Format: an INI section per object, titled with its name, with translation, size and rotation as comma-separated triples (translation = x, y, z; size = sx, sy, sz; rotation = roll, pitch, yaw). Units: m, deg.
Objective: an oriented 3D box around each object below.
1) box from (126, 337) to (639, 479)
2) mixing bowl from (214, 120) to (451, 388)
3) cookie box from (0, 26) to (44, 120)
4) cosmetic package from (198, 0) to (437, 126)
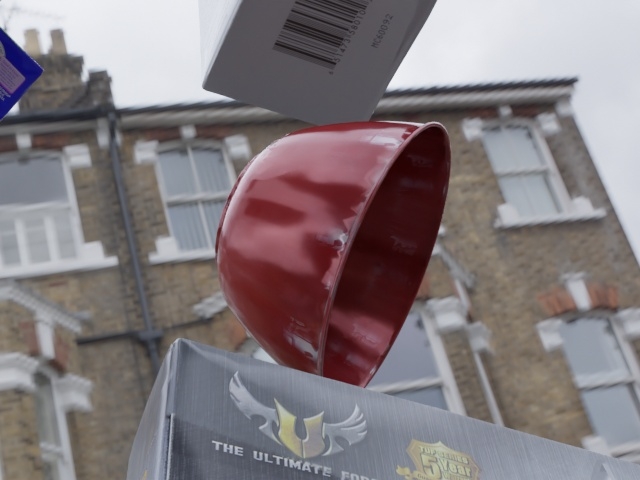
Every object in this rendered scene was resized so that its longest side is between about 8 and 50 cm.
[box]
translation = 0.056, 0.129, 0.323
size = 0.231, 0.183, 0.056
rotation = 18, -61, -13
[mixing bowl]
translation = 0.000, 0.000, 0.706
size = 0.098, 0.181, 0.181
rotation = 21, -20, 19
[cookie box]
translation = -0.208, -0.114, 0.625
size = 0.040, 0.107, 0.092
rotation = -50, -57, -12
[cosmetic package]
translation = -0.014, -0.290, 1.045
size = 0.155, 0.365, 0.197
rotation = 16, -50, -19
